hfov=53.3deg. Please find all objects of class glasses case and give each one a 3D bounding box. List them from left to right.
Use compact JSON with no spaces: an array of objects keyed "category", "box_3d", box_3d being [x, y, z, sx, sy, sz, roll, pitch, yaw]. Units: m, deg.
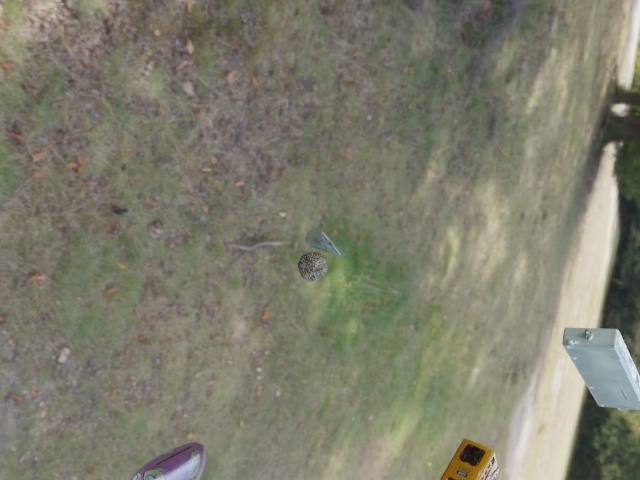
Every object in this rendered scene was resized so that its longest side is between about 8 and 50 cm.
[{"category":"glasses case","box_3d":[-0.358,0.559,1.490,0.316,0.076,0.123,13,94,-73]}]

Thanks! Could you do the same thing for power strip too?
[{"category":"power strip","box_3d":[0.600,0.271,1.335,0.367,0.106,0.043,47,51,-42]}]

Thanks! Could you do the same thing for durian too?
[{"category":"durian","box_3d":[-0.017,0.069,1.629,0.091,0.080,0.080,-115,-167,-55]}]

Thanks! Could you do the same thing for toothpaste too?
[{"category":"toothpaste","box_3d":[0.000,0.000,1.404,0.041,0.218,0.064,-39,100,-6]}]

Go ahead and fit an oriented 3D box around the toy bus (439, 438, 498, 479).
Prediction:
[{"category":"toy bus","box_3d":[0.257,0.471,1.187,0.194,0.083,0.088,-46,137,-36]}]
